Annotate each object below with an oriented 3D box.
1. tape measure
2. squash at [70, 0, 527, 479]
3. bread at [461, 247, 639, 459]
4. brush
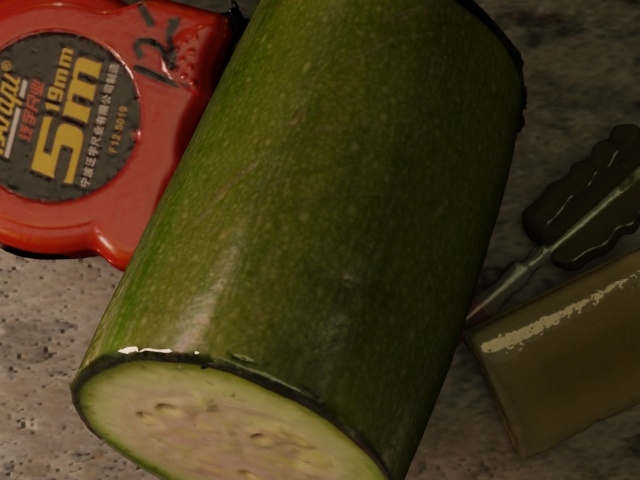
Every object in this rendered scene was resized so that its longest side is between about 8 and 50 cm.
[{"bbox_3d":[-0.208,-0.104,1.526,0.260,0.114,0.253,14,86,3],"label":"tape measure"},{"bbox_3d":[0.000,0.000,1.393,0.263,0.263,0.384,22,60,0],"label":"squash"},{"bbox_3d":[0.224,0.095,1.538,0.178,0.060,0.139,-25,113,-6],"label":"bread"},{"bbox_3d":[0.181,0.021,1.555,0.301,0.071,0.084,-41,91,1],"label":"brush"}]
